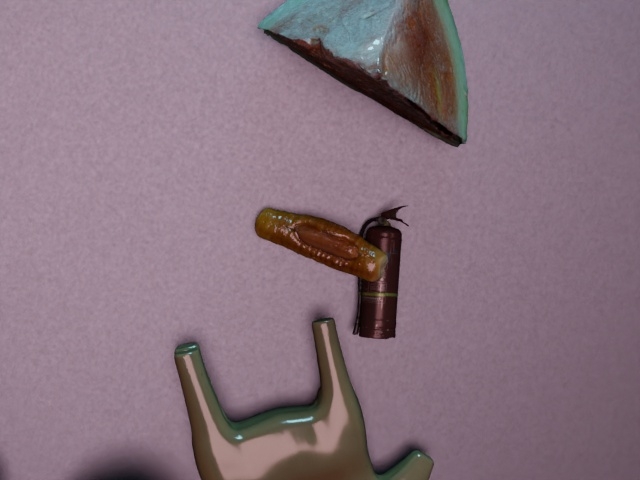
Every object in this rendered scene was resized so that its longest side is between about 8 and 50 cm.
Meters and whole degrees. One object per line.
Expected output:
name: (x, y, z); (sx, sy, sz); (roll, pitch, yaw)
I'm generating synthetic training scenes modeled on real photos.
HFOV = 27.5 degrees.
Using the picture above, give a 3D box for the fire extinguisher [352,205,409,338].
fire extinguisher: (0.060, 0.030, 1.293); (0.056, 0.039, 0.132); (3, 89, 33)

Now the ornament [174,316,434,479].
ornament: (-0.010, 0.199, 1.298); (0.230, 0.061, 0.245); (-14, 97, -6)

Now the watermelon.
watermelon: (0.052, -0.155, 1.222); (0.136, 0.202, 0.207); (-28, 99, 38)

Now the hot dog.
hot dog: (0.000, 0.000, 1.273); (0.137, 0.028, 0.044); (24, 91, 13)
